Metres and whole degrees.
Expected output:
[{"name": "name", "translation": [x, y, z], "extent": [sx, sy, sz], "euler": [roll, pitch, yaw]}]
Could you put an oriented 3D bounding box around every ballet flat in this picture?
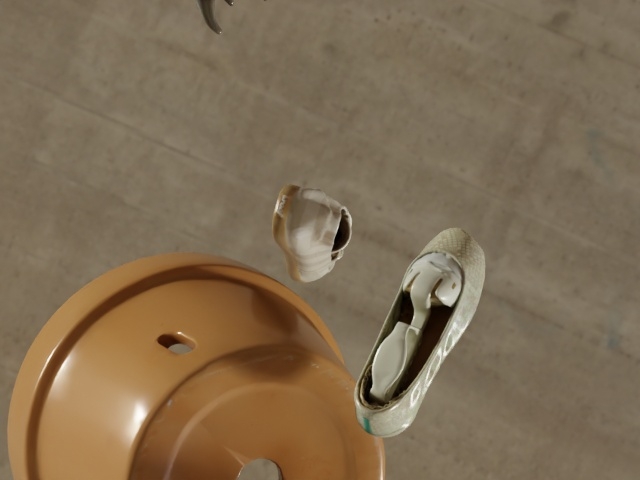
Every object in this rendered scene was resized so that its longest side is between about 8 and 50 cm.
[{"name": "ballet flat", "translation": [0.071, 0.057, 0.775], "extent": [0.057, 0.168, 0.052], "euler": [15, 158, 23]}]

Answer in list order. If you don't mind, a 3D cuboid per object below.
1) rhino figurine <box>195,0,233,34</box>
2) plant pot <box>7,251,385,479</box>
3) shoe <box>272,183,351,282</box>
[{"name": "rhino figurine", "translation": [-0.050, -0.271, 0.823], "extent": [0.106, 0.243, 0.073], "euler": [13, 177, -24]}, {"name": "plant pot", "translation": [-0.081, 0.161, 0.875], "extent": [0.290, 0.291, 0.203], "euler": [20, 176, -25]}, {"name": "shoe", "translation": [0.000, 0.000, 1.068], "extent": [0.058, 0.077, 0.219], "euler": [8, 171, 9]}]
